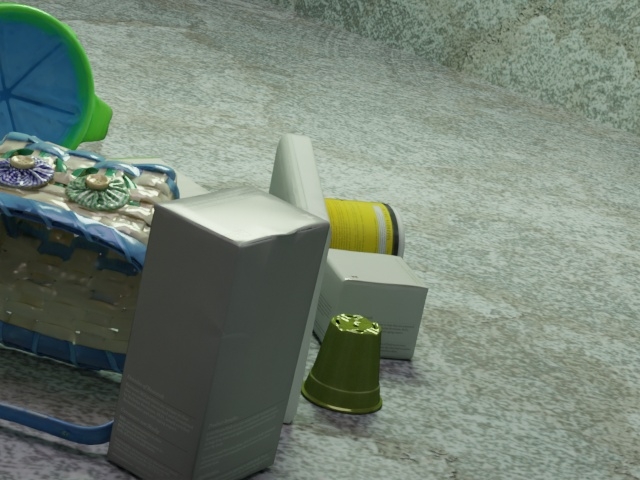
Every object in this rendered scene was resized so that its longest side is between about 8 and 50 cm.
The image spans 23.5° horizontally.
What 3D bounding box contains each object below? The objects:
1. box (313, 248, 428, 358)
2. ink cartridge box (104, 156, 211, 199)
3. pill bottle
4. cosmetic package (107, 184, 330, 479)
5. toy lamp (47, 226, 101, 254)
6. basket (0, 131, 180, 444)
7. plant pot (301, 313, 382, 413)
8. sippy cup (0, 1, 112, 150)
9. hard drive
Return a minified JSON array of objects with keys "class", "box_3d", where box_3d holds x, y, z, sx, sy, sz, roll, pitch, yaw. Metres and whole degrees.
[{"class":"box","box_3d":[0.049,0.068,1.670,0.102,0.087,0.101,5,18,-18]},{"class":"ink cartridge box","box_3d":[-0.218,-0.045,1.921,0.171,0.056,0.235,-3,24,-39]},{"class":"pill bottle","box_3d":[0.000,0.000,1.831,0.184,0.103,0.103,5,18,-23]},{"class":"cosmetic package","box_3d":[-0.086,0.083,1.277,0.107,0.238,0.127,22,19,31]},{"class":"toy lamp","box_3d":[-0.367,0.008,1.618,0.274,0.080,0.080,11,17,-1]},{"class":"basket","box_3d":[-0.261,0.045,1.403,0.255,0.201,0.289,13,51,7]},{"class":"plant pot","box_3d":[0.028,0.117,1.512,0.083,0.079,0.083,11,18,-3]},{"class":"sippy cup","box_3d":[-0.446,-0.202,2.032,0.240,0.305,0.224,-43,28,-17]},{"class":"hard drive","box_3d":[-0.034,0.028,1.548,0.040,0.203,0.307,9,17,-7]}]
